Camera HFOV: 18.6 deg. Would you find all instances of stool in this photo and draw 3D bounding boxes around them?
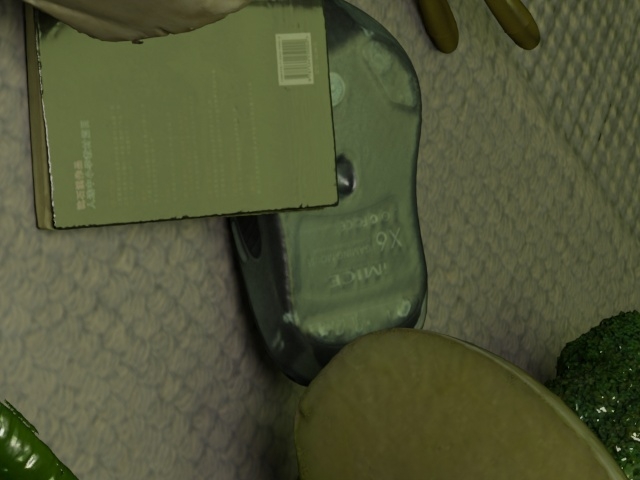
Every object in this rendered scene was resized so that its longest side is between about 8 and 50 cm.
[{"bbox_3d":[0.133,-0.230,1.665,0.110,0.134,0.135,44,10,-47],"label":"stool"}]

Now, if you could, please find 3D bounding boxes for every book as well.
[{"bbox_3d":[-0.093,-0.092,1.354,0.228,0.024,0.160,-5,94,-31],"label":"book"}]

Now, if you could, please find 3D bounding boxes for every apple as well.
[{"bbox_3d":[0.084,0.274,1.332,0.311,0.360,0.320,-35,149,-21],"label":"apple"}]

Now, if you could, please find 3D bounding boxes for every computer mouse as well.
[{"bbox_3d":[0.000,0.000,1.484,0.167,0.090,0.379,-10,97,-32],"label":"computer mouse"}]

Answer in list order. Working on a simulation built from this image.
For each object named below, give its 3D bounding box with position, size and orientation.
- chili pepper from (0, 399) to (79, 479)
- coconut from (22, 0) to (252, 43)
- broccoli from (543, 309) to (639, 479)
[{"bbox_3d":[-0.137,0.232,1.287,0.359,0.085,0.076,51,7,-31],"label":"chili pepper"},{"bbox_3d":[-0.114,-0.291,1.188,0.323,0.323,0.323,2,88,-54],"label":"coconut"},{"bbox_3d":[0.281,0.243,1.694,0.321,0.310,0.413,57,25,-20],"label":"broccoli"}]
